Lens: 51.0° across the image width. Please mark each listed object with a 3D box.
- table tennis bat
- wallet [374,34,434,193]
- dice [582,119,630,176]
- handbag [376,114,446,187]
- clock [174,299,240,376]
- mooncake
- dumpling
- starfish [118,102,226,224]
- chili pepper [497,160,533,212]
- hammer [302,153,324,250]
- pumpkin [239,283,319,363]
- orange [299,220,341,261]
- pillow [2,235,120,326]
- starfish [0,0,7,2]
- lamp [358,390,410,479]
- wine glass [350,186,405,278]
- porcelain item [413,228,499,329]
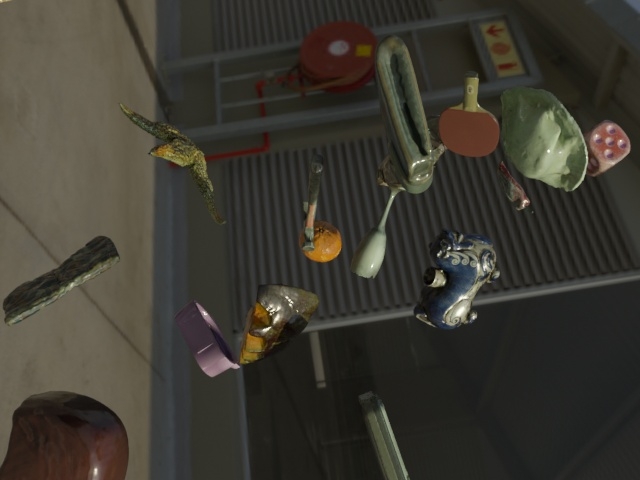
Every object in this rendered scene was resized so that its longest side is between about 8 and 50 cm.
[{"bbox_3d":[0.328,-0.271,1.477,0.246,0.138,0.022,77,31,-55],"label":"table tennis bat"},{"bbox_3d":[0.157,-0.216,1.286,0.360,0.083,0.252,27,49,-82],"label":"wallet"},{"bbox_3d":[0.615,-0.203,1.481,0.094,0.091,0.093,55,-10,5],"label":"dice"},{"bbox_3d":[0.258,-0.231,1.732,0.117,0.270,0.182,46,0,-16],"label":"handbag"},{"bbox_3d":[-0.218,0.195,1.294,0.152,0.050,0.110,54,-3,31],"label":"clock"},{"bbox_3d":[-0.605,0.510,1.540,0.334,0.326,0.174,56,12,7],"label":"mooncake"},{"bbox_3d":[0.389,-0.175,1.203,0.219,0.108,0.152,50,4,0],"label":"dumpling"},{"bbox_3d":[-0.333,-0.214,1.572,0.347,0.078,0.358,43,11,-46],"label":"starfish"},{"bbox_3d":[0.491,-0.131,1.715,0.153,0.050,0.041,56,42,-2],"label":"chili pepper"},{"bbox_3d":[-0.017,-0.089,1.467,0.287,0.033,0.111,100,-8,-61],"label":"hammer"},{"bbox_3d":[-0.080,0.180,1.347,0.254,0.149,0.130,122,-28,-66],"label":"pumpkin"},{"bbox_3d":[0.001,0.002,2.077,0.117,0.136,0.135,126,-44,-72],"label":"orange"},{"bbox_3d":[-0.534,0.078,1.380,0.034,0.255,0.189,61,-17,-23],"label":"pillow"},{"bbox_3d":[-0.650,-0.446,1.188,0.071,0.238,0.216,114,-41,-63],"label":"starfish"},{"bbox_3d":[0.132,0.423,1.268,0.266,0.047,0.269,73,-2,-80],"label":"lamp"},{"bbox_3d":[0.231,-0.031,2.183,0.264,0.096,0.309,3,109,-56],"label":"wine glass"},{"bbox_3d":[0.347,0.106,1.790,0.138,0.186,0.288,-109,-141,-57],"label":"porcelain item"}]
